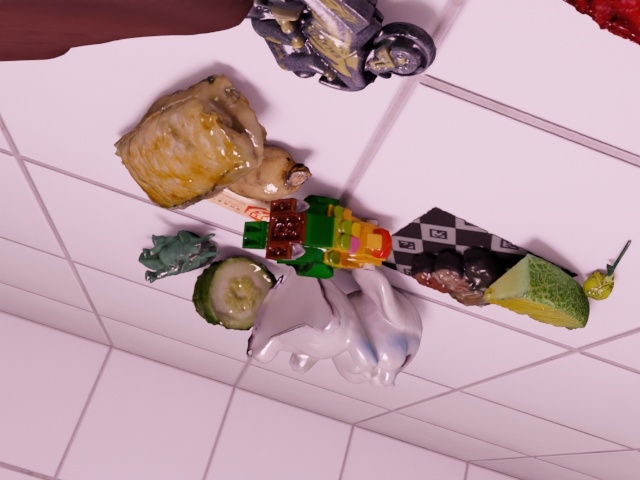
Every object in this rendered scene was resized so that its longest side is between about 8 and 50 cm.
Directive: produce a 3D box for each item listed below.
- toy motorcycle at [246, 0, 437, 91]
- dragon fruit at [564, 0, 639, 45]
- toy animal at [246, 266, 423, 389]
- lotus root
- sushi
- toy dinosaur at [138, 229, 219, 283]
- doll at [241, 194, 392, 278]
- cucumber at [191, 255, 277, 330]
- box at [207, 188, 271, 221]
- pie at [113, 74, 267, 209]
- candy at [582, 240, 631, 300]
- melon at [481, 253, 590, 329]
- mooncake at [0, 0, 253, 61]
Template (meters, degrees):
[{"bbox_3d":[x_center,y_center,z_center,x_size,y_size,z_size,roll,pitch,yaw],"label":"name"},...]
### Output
[{"bbox_3d":[-0.006,-0.177,0.497,0.193,0.061,0.124,25,157,-22],"label":"toy motorcycle"},{"bbox_3d":[0.214,-0.173,0.357,0.161,0.121,0.127,36,-155,19],"label":"dragon fruit"},{"bbox_3d":[0.030,0.139,1.018,0.248,0.174,0.289,-10,145,26],"label":"toy animal"},{"bbox_3d":[-0.069,-0.080,0.742,0.151,0.063,0.072,4,143,35],"label":"lotus root"},{"bbox_3d":[0.199,0.055,0.869,0.231,0.047,0.219,24,155,-14],"label":"sushi"},{"bbox_3d":[-0.278,0.032,1.073,0.291,0.079,0.120,-13,178,42],"label":"toy dinosaur"},{"bbox_3d":[0.004,-0.001,0.808,0.186,0.107,0.134,8,169,-22],"label":"doll"},{"bbox_3d":[-0.185,0.103,1.136,0.134,0.134,0.244,29,160,-25],"label":"cucumber"},{"bbox_3d":[-0.115,-0.056,0.878,0.093,0.015,0.058,23,153,-12],"label":"box"},{"bbox_3d":[-0.168,-0.103,0.722,0.282,0.068,0.129,-12,119,53],"label":"pie"},{"bbox_3d":[0.360,0.036,0.752,0.035,0.035,0.123,28,152,20],"label":"candy"},{"bbox_3d":[0.309,0.095,0.833,0.113,0.053,0.261,-22,146,34],"label":"melon"},{"bbox_3d":[-0.205,-0.205,0.359,0.333,0.174,0.326,-8,-171,-23],"label":"mooncake"}]
